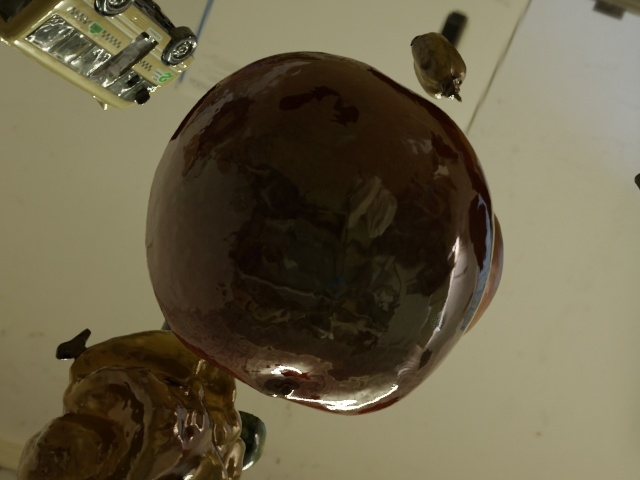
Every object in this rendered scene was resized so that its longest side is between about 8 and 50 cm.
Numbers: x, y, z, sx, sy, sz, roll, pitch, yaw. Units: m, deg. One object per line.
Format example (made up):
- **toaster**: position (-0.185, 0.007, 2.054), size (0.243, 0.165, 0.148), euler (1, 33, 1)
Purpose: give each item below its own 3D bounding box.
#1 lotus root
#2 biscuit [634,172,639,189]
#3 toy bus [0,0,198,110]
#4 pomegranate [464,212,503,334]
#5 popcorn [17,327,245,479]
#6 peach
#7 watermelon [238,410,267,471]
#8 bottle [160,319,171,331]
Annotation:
- **lotus root**: position (0.157, -0.229, 1.245), size (0.063, 0.072, 0.151), euler (-9, -135, -10)
- **biscuit**: position (0.543, -0.135, 1.072), size (0.073, 0.388, 0.107), euler (-8, -115, -48)
- **toy bus**: position (-0.343, -0.331, 1.395), size (0.177, 0.202, 0.365), euler (52, -173, 18)
- **pomegranate**: position (0.082, 0.016, 0.911), size (0.191, 0.191, 0.191), euler (19, -164, -5)
- **popcorn**: position (-0.206, 0.275, 1.030), size (0.281, 0.315, 0.297), euler (27, -150, 23)
- **peach**: position (0.000, 0.000, 0.666), size (0.253, 0.252, 0.252), euler (19, -164, -5)
- **watermelon**: position (-0.126, 0.291, 1.337), size (0.106, 0.105, 0.062), euler (15, -151, -18)
- **bottle**: position (-0.212, 0.124, 1.506), size (0.082, 0.244, 0.072), euler (25, 179, -2)
